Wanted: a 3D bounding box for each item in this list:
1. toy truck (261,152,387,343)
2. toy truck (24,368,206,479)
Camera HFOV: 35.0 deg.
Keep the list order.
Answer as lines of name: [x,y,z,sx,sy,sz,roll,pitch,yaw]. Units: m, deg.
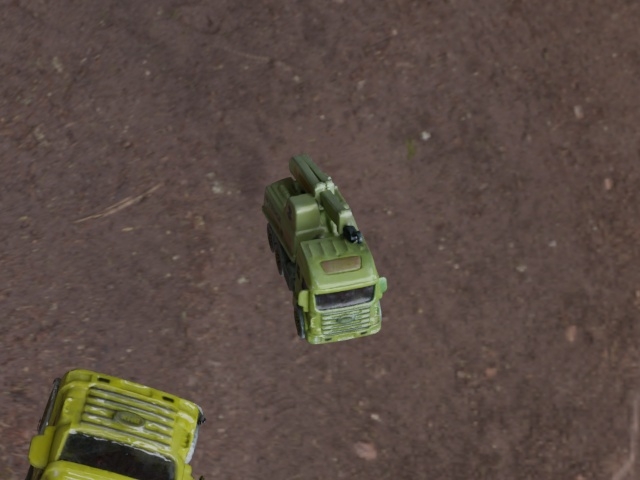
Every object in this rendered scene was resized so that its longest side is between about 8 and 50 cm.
toy truck: [0.000,0.000,0.867,0.077,0.169,0.100,-9,130,-10]
toy truck: [-0.185,0.240,0.761,0.124,0.272,0.157,19,31,-15]
